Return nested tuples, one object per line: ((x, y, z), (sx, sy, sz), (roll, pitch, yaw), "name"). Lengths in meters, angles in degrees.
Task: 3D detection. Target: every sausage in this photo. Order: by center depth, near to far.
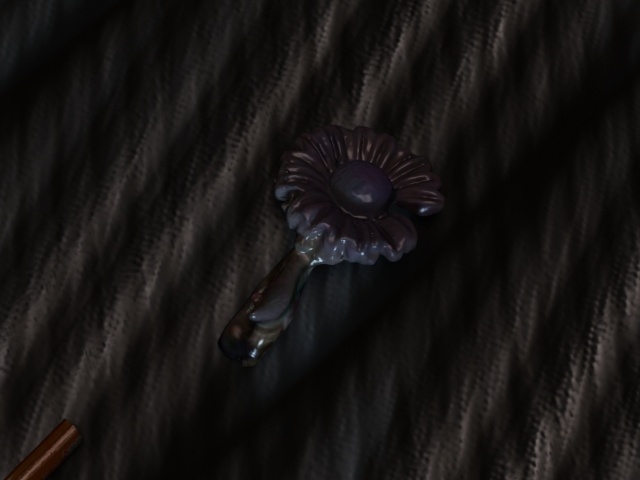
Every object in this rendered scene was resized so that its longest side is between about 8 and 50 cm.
((-0.276, 0.221, 1.865), (0.031, 0.031, 0.107), (39, 69, 12), "sausage")

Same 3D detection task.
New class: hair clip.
((-0.001, -0.002, 1.960), (0.173, 0.069, 0.300), (32, 68, 10), "hair clip")
